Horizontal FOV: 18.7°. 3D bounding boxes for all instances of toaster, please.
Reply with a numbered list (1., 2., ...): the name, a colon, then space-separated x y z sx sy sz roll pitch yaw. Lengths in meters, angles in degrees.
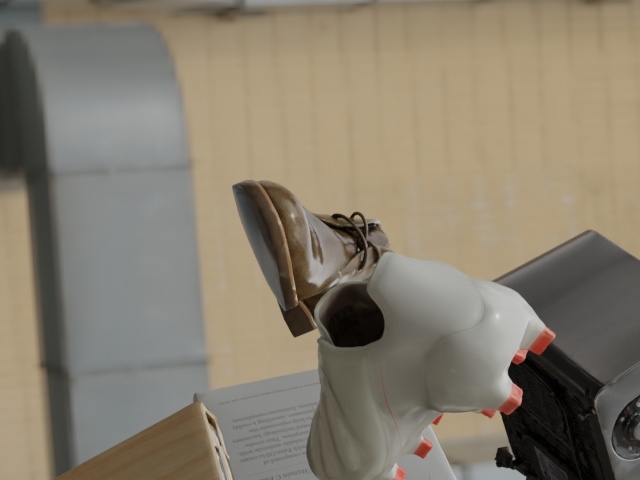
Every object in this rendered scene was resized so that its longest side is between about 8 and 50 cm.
1. toaster: 0.185 0.102 1.278 0.186 0.110 0.168 39 -26 53

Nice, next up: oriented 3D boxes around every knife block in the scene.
1. knife block: -0.201 0.230 1.300 0.088 0.242 0.275 -111 -147 -45

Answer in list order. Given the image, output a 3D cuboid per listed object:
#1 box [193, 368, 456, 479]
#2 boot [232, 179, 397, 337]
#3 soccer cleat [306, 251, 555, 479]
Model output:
1. box: 0.024 0.301 1.844 0.168 0.215 0.345 96 -23 -44
2. boot: 0.000 0.000 1.625 0.305 0.115 0.112 62 8 -76
3. soccer cleat: 0.025 0.050 0.780 0.068 0.076 0.196 -60 -174 -25
